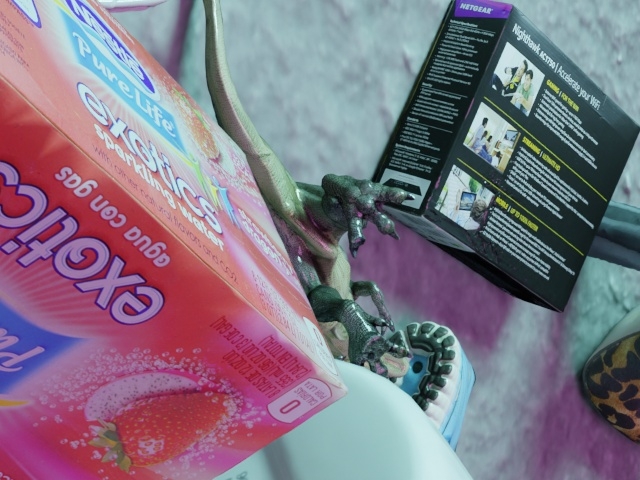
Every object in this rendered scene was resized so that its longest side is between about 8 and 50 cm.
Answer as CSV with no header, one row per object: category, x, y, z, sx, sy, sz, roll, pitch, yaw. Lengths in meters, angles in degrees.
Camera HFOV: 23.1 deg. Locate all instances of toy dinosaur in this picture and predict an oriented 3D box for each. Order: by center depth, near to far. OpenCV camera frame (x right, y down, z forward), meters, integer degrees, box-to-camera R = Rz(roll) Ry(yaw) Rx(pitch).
toy dinosaur,0.000,0.000,0.782,0.064,0.118,0.268,-32,128,-15

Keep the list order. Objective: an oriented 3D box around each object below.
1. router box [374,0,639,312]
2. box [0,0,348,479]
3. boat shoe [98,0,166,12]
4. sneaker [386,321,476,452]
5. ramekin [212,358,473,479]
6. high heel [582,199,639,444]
router box,0.116,-0.047,0.942,0.179,0.046,0.133,32,80,-49
box,-0.137,-0.026,0.558,0.142,0.154,0.300,-33,138,10
boat shoe,-0.131,-0.122,0.626,0.184,0.063,0.066,13,95,-50
sneaker,0.054,0.133,0.933,0.073,0.063,0.162,36,78,-52
ramekin,-0.037,0.180,0.698,0.277,0.277,0.135,-47,126,-25
high heel,0.272,0.089,1.058,0.093,0.186,0.261,-47,134,-25
